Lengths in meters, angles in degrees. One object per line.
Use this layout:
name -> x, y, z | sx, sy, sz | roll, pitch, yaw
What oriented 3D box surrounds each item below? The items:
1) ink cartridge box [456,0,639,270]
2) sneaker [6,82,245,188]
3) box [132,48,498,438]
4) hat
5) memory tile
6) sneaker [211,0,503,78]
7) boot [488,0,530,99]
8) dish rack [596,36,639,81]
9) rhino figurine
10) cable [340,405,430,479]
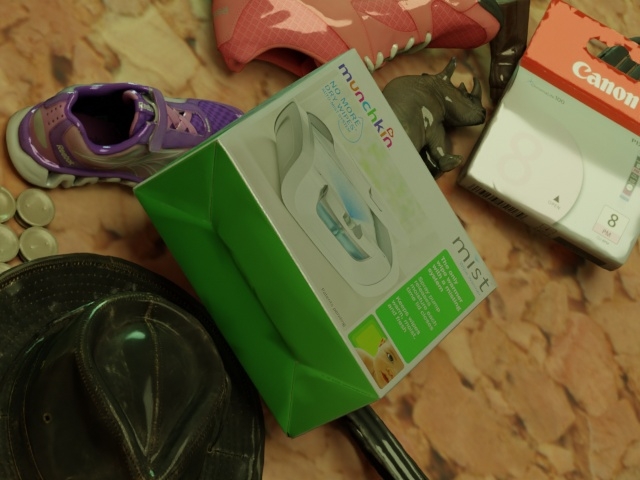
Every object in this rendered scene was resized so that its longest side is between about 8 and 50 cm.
ink cartridge box -> 0.271, -0.114, 1.957 | 0.189, 0.066, 0.232 | 29, 81, -6
sneaker -> -0.157, -0.099, 1.729 | 0.236, 0.104, 0.095 | -1, 67, -32
box -> 0.000, 0.000, 1.708 | 0.231, 0.127, 0.262 | -37, 98, -48
hat -> -0.155, 0.145, 1.587 | 0.331, 0.134, 0.331 | 14, 62, -28
memory tile -> -0.295, 0.003, 1.655 | 0.148, 0.012, 0.113 | 3, 66, -29
sneaker -> 0.032, -0.202, 1.903 | 0.314, 0.116, 0.136 | 6, 74, -20
boot -> 0.217, -0.211, 2.007 | 0.106, 0.037, 0.114 | -17, 113, -33
dish rack -> 0.392, -0.100, 2.070 | 0.271, 0.074, 0.208 | 48, 52, -2
rhino figurine -> 0.092, -0.108, 1.899 | 0.106, 0.073, 0.243 | 52, 51, -3
cable -> 0.097, 0.265, 1.695 | 0.072, 0.139, 0.287 | -39, 84, -4
